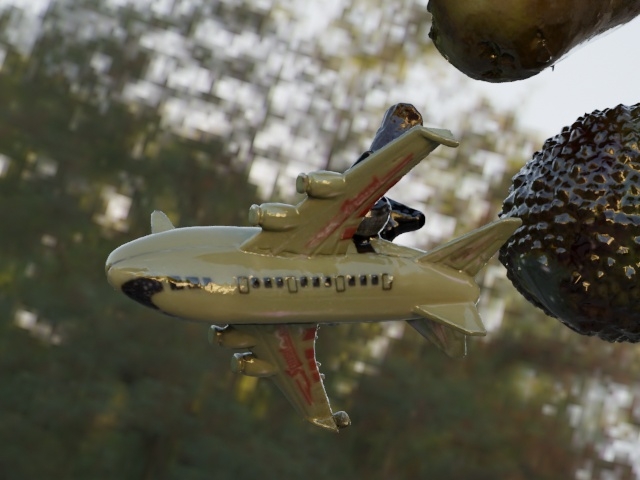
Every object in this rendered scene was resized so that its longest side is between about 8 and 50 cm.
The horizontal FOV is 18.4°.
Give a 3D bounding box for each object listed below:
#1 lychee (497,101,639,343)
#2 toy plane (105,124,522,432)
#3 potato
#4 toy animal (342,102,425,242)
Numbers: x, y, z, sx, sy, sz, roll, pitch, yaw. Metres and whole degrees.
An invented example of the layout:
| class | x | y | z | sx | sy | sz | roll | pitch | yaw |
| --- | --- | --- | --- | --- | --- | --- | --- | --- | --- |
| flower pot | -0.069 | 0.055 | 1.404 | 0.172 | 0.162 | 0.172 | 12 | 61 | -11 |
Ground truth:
| class | x | y | z | sx | sy | sz | roll | pitch | yaw |
| --- | --- | --- | --- | --- | --- | --- | --- | --- | --- |
| lychee | 0.204 | -0.013 | 1.341 | 0.171 | 0.171 | 0.171 | 14 | -21 | 5 |
| toy plane | -0.008 | 0.020 | 1.155 | 0.244 | 0.092 | 0.229 | 7 | -54 | -18 |
| potato | 0.174 | -0.175 | 1.361 | 0.081 | 0.200 | 0.164 | 51 | -17 | 25 |
| toy animal | 0.002 | 0.003 | 1.275 | 0.070 | 0.202 | 0.105 | 31 | -35 | 18 |
